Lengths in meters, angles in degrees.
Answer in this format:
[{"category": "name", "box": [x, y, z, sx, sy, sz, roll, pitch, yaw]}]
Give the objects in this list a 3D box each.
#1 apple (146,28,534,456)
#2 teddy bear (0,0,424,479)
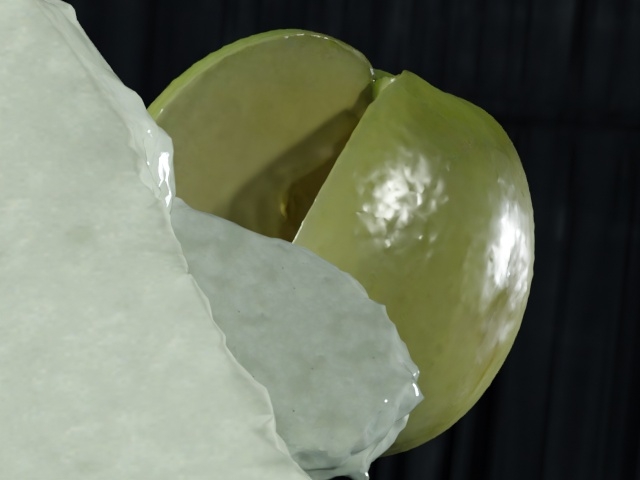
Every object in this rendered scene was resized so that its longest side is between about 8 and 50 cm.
[{"category": "apple", "box": [0.000, 0.000, 1.244, 0.292, 0.254, 0.292, 26, 5, -2]}, {"category": "teddy bear", "box": [-0.128, 0.089, 0.658, 0.327, 0.375, 0.362, -9, -38, -8]}]
